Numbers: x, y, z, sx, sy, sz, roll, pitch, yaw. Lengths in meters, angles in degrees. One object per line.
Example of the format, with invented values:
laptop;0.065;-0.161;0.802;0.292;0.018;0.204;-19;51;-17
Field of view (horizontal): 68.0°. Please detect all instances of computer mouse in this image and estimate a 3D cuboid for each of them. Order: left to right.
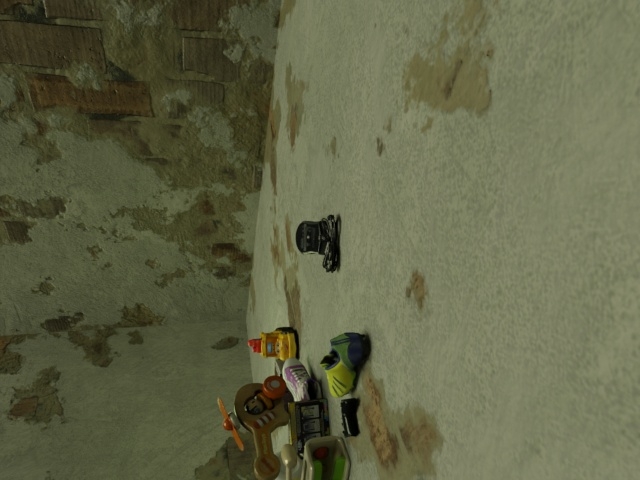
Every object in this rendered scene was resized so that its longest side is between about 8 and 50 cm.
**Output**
computer mouse;0.000;0.000;1.607;0.272;0.072;0.188;13;102;62

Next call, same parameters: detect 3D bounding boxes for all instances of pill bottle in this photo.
pill bottle;-0.149;1.069;2.008;0.181;0.182;0.322;-125;37;-64

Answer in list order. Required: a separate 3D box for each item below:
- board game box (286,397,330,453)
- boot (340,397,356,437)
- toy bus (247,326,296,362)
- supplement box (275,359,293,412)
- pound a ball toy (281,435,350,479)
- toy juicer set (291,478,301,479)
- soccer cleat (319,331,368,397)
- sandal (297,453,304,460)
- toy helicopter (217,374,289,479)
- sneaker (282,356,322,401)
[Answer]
board game box;-0.042;0.646;1.656;0.048;0.141;0.170;142;126;-71
boot;0.083;0.512;1.369;0.121;0.045;0.099;102;163;-62
toy bus;-0.223;0.481;2.182;0.220;0.212;0.149;166;103;-73
supplement box;-0.176;0.708;2.286;0.130;0.073;0.239;-145;55;-71
pound a ball toy;-0.033;0.742;1.504;0.135;0.208;0.319;-120;31;-60
toy juicer set;-0.070;1.077;1.770;0.209;0.090;0.329;97;163;-55
soccer cleat;0.048;0.353;1.338;0.289;0.121;0.093;104;158;-44
sandal;-0.071;0.878;1.957;0.180;0.049;0.072;-157;67;-73
toy helicopter;-0.213;0.621;1.567;0.355;0.235;0.140;-112;28;-52
sneaker;-0.059;0.538;1.817;0.282;0.102;0.161;60;146;40
